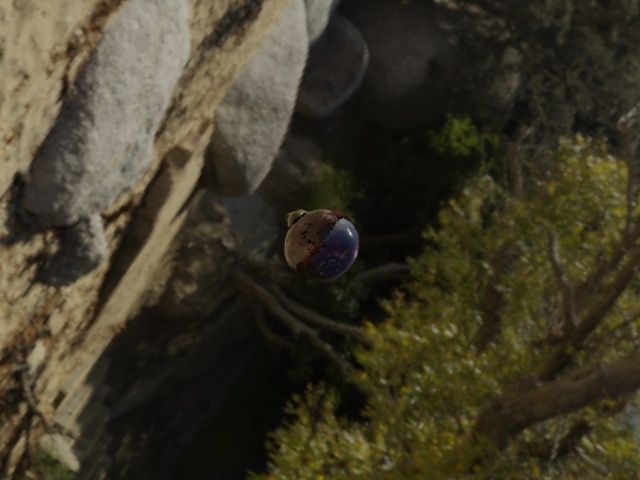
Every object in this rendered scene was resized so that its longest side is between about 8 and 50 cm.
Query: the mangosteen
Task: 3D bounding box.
[{"bbox_3d":[0.001,0.002,0.947,0.081,0.081,0.081,-54,-174,8],"label":"mangosteen"}]
